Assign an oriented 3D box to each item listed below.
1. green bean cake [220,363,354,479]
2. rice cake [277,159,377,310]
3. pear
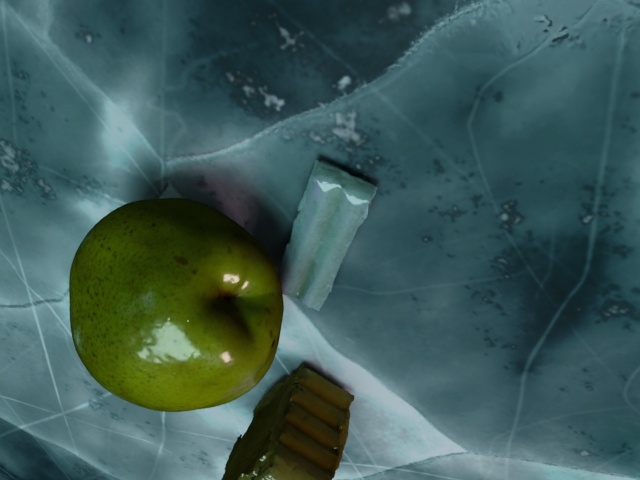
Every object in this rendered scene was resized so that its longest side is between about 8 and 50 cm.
[{"bbox_3d":[-0.056,0.333,1.089,0.131,0.229,0.224,32,129,-7],"label":"green bean cake"},{"bbox_3d":[0.000,0.000,0.913,0.085,0.040,0.226,24,133,2],"label":"rice cake"},{"bbox_3d":[-0.185,0.086,0.910,0.295,0.294,0.294,11,131,14],"label":"pear"}]
